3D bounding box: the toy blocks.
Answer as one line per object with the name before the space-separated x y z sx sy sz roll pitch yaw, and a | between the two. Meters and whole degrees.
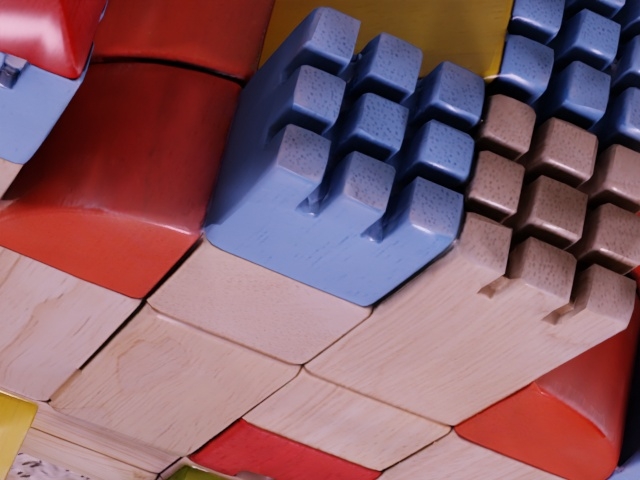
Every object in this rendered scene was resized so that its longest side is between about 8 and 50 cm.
toy blocks | 0.000 0.000 0.570 0.381 0.190 0.261 23 151 -15
